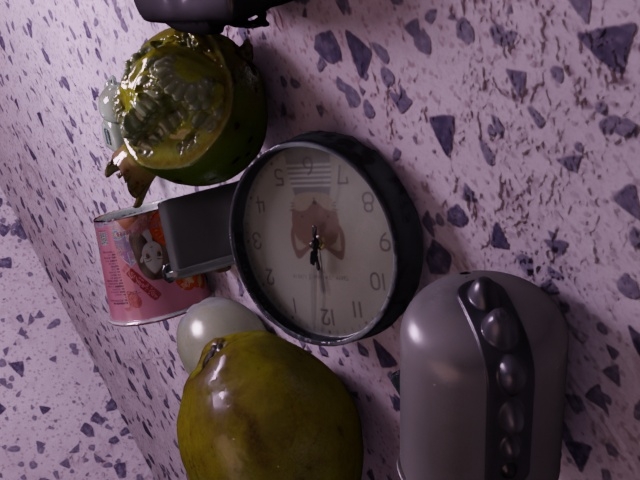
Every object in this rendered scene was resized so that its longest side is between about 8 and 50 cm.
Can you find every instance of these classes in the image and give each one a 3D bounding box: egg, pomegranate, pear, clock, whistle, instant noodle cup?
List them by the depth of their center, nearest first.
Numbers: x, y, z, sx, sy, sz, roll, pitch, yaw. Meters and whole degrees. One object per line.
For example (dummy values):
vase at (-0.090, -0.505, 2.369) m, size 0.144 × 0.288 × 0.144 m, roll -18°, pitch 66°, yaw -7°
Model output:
clock at (0.000, 0.000, 1.442) m, size 0.325 × 0.067 × 0.324 m, roll 12°, pitch 110°, yaw 36°
pomegranate at (-0.229, -0.191, 1.578) m, size 0.341 × 0.260 × 0.260 m, roll -42°, pitch 72°, yaw 26°
pear at (-0.087, 0.362, 1.753) m, size 0.352 × 0.352 × 0.413 m, roll -12°, pitch 97°, yaw 63°
egg at (-0.188, 0.228, 1.974) m, size 0.217 × 0.183 × 0.183 m, roll 58°, pitch 154°, yaw 33°
whistle at (-0.421, -0.241, 2.092) m, size 0.110 × 0.092 × 0.244 m, roll 29°, pitch 136°, yaw 47°
instant noodle cup at (-0.372, 0.041, 2.113) m, size 0.243 × 0.243 × 0.231 m, roll 6°, pitch 111°, yaw 60°

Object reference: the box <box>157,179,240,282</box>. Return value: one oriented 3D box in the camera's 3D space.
box at (-0.160, -0.023, 1.647) m, size 0.163 × 0.244 × 0.135 m, roll 39°, pitch -145°, yaw -90°

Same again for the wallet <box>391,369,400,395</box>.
wallet at (0.158, 0.239, 1.535) m, size 0.088 × 0.026 × 0.129 m, roll 62°, pitch 153°, yaw 3°

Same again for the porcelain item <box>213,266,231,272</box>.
porcelain item at (-0.203, -0.005, 1.947) m, size 0.084 × 0.054 × 0.213 m, roll 52°, pitch 152°, yaw 27°

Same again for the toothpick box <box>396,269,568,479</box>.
toothpick box at (0.202, 0.182, 1.195) m, size 0.229 × 0.229 × 0.316 m, roll 36°, pitch 141°, yaw 44°

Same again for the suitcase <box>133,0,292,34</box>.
suitcase at (-0.173, -0.455, 1.348) m, size 0.345 × 0.188 × 0.339 m, roll 17°, pitch 126°, yaw 54°
